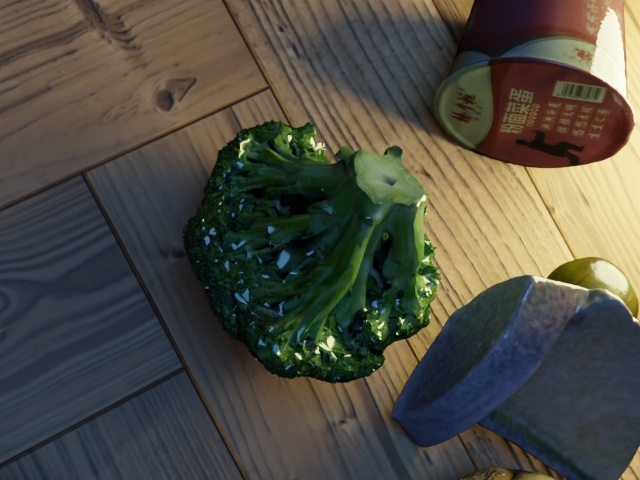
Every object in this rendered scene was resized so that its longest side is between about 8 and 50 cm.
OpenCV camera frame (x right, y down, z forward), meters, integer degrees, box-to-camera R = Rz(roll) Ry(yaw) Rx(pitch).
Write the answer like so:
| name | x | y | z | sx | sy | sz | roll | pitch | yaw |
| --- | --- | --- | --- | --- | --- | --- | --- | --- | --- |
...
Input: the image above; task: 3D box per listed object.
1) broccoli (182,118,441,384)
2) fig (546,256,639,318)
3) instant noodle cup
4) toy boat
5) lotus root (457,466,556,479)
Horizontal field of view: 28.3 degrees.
| name | x | y | z | sx | sy | sz | roll | pitch | yaw |
| --- | --- | --- | --- | --- | --- | --- | --- | --- | --- |
| broccoli | 0.000 | 0.000 | 1.362 | 0.308 | 0.275 | 0.308 | 16 | 47 | -18 |
| fig | 0.267 | 0.112 | 1.498 | 0.236 | 0.124 | 0.124 | -33 | 89 | -7 |
| instant noodle cup | 0.263 | -0.216 | 1.513 | 0.235 | 0.235 | 0.178 | 18 | 64 | -12 |
| toy boat | 0.254 | 0.153 | 1.430 | 0.293 | 0.276 | 0.111 | 15 | 32 | -16 |
| lotus root | 0.241 | 0.396 | 1.397 | 0.183 | 0.183 | 0.310 | -28 | 93 | -20 |
